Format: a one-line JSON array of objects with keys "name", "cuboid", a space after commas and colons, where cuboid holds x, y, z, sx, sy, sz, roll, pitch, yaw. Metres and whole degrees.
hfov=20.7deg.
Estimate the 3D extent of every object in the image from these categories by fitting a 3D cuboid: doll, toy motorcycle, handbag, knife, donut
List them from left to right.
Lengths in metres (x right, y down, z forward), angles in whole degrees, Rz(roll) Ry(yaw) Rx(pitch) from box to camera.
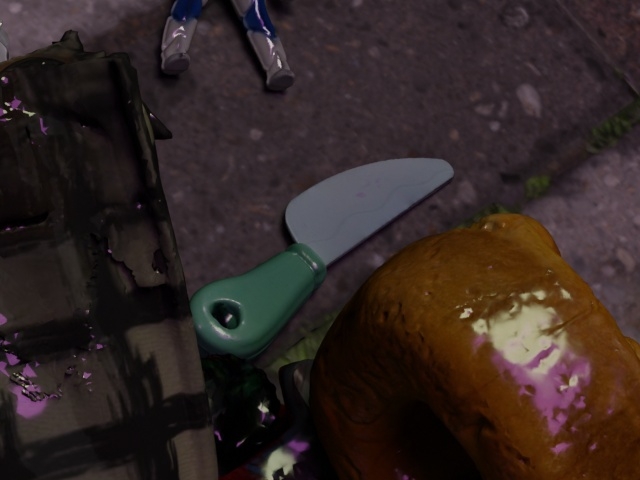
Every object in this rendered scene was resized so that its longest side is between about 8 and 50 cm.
[{"name": "handbag", "cuboid": [-0.216, 0.078, 0.868, 0.325, 0.162, 0.327, -13, 106, -27]}, {"name": "doll", "cuboid": [-0.069, -0.216, 1.234, 0.114, 0.057, 0.227, 5, 63, -16]}, {"name": "knife", "cuboid": [-0.001, -0.001, 1.164, 0.063, 0.034, 0.260, 39, 48, 12]}, {"name": "toy motorcycle", "cuboid": [0.014, 0.134, 1.059, 0.213, 0.082, 0.122, 10, 61, -20]}, {"name": "donut", "cuboid": [0.091, 0.100, 0.943, 0.114, 0.226, 0.226, -28, 76, -31]}]

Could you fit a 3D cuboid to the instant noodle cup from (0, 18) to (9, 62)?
[{"name": "instant noodle cup", "cuboid": [-0.263, -0.037, 1.010, 0.177, 0.125, 0.208, 47, 56, 7]}]
